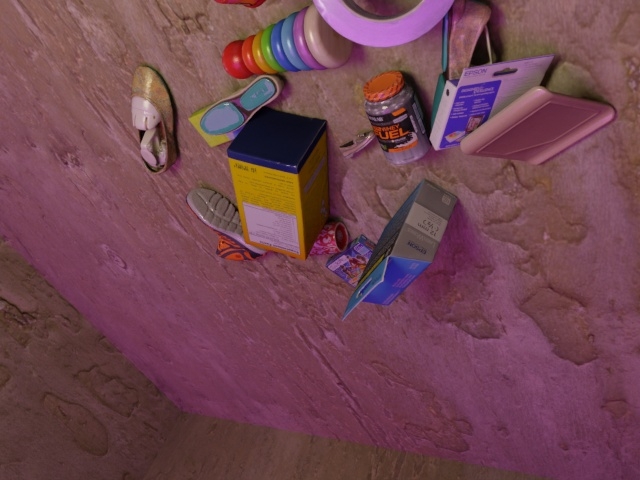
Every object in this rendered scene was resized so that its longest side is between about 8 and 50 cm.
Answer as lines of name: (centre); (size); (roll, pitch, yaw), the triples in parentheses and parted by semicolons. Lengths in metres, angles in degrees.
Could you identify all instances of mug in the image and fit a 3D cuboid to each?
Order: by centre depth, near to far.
mug: (-0.002, -0.009, 1.811); (0.169, 0.150, 0.113); (-4, 97, 30)

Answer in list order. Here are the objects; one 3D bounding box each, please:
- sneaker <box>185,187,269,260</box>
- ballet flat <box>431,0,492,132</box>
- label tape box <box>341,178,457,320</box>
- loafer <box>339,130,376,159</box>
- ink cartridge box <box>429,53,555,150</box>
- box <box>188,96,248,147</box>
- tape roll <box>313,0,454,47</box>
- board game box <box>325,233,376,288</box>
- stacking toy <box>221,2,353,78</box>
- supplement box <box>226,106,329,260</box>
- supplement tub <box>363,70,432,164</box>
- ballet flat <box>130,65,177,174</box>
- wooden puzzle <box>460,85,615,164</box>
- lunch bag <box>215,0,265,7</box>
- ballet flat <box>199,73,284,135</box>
sneaker: (-0.324, -0.029, 1.945); (0.321, 0.124, 0.180); (39, 141, -15)
ballet flat: (0.291, -0.336, 1.218); (0.106, 0.107, 0.316); (1, 140, 4)
label tape box: (0.201, 0.047, 1.520); (0.115, 0.347, 0.249); (29, 144, -3)
loafer: (0.089, -0.245, 1.498); (0.039, 0.045, 0.125); (44, 144, -10)
ink cartridge box: (0.337, -0.284, 1.194); (0.206, 0.045, 0.208); (-13, 146, -17)
box: (-0.263, -0.323, 1.622); (0.178, 0.042, 0.109); (-10, 130, 39)
tape roll: (0.116, -0.490, 1.058); (0.275, 0.090, 0.274); (5, 117, 10)
board game box: (0.121, 0.070, 1.861); (0.136, 0.035, 0.201); (37, 142, -12)
stacking toy: (-0.094, -0.423, 1.334); (0.330, 0.141, 0.141); (-2, 134, 40)
supplement box: (-0.100, -0.147, 1.606); (0.194, 0.195, 0.356); (16, 141, 16)
supplement tub: (0.171, -0.276, 1.346); (0.117, 0.117, 0.190); (-2, 134, 34)
ballet flat: (-0.481, -0.323, 1.699); (0.123, 0.123, 0.348); (19, 142, 11)
wooden puzzle: (0.438, -0.232, 1.219); (0.239, 0.044, 0.221); (5, 154, -33)
lunch bag: (-0.129, -0.592, 1.043); (0.258, 0.120, 0.293); (-26, 79, 46)
ballet flat: (-0.193, -0.341, 1.492); (0.249, 0.086, 0.086); (-23, 122, 26)
